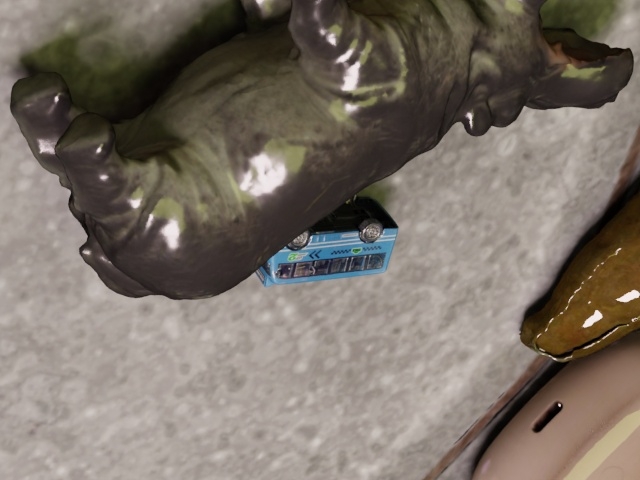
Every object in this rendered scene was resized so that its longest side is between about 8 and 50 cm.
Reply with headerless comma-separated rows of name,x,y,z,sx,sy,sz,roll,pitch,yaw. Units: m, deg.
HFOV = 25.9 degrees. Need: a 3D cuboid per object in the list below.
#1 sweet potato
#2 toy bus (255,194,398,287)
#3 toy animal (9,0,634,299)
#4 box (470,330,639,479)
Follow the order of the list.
sweet potato,0.233,-0.032,0.901,0.112,0.085,0.285,35,113,-4
toy bus,0.000,0.000,0.813,0.083,0.038,0.046,-6,125,-25
toy animal,0.019,-0.086,0.730,0.343,0.106,0.168,-24,130,-16
box,0.196,0.155,0.978,0.200,0.088,0.146,-46,130,6
